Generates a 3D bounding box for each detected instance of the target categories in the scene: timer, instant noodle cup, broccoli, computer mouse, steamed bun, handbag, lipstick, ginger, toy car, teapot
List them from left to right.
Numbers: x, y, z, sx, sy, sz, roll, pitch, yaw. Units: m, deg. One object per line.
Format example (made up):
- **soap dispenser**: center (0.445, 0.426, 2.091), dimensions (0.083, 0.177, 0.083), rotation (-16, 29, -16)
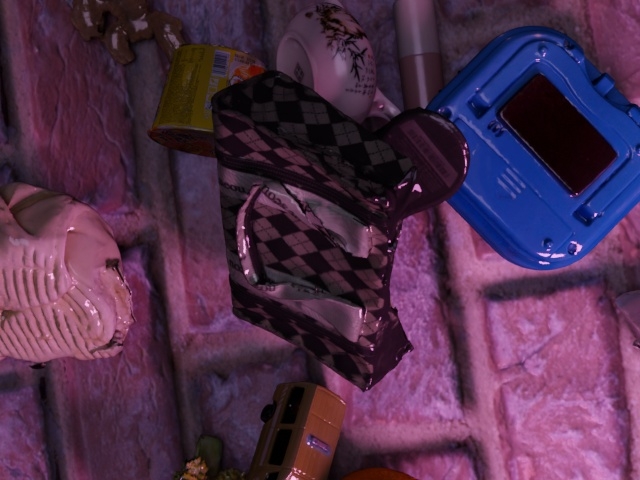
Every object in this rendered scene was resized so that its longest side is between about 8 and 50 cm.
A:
- **steamed bun**: center (-0.489, 0.042, 1.482), dimensions (0.394, 0.237, 0.346), rotation (31, 127, -22)
- **ginger**: center (-0.329, -0.370, 1.542), dimensions (0.258, 0.065, 0.149), rotation (42, 110, 2)
- **broccoli**: center (-0.197, 0.415, 1.472), dimensions (0.194, 0.220, 0.194), rotation (-5, 58, 8)
- **instant noodle cup**: center (-0.175, -0.227, 1.447), dimensions (0.204, 0.205, 0.153), rotation (6, 85, 10)
- **toy car**: center (-0.047, 0.353, 1.400), dimensions (0.124, 0.101, 0.257), rotation (-17, 46, 46)
- **handbag**: center (0.000, 0.000, 1.275), dimensions (0.316, 0.416, 0.180), rotation (31, 51, 32)
- **teapot**: center (0.028, -0.256, 1.411), dimensions (0.300, 0.165, 0.208), rotation (56, 139, 15)
- **computer mouse**: center (0.116, -0.108, 1.304), dimensions (0.264, 0.088, 0.147), rotation (-28, 105, 37)
- **lipstick**: center (0.165, -0.264, 1.441), dimensions (0.070, 0.070, 0.255), rotation (-7, 89, 10)
- **timer**: center (0.334, -0.142, 1.360), dimensions (0.309, 0.115, 0.340), rotation (-45, 91, -3)

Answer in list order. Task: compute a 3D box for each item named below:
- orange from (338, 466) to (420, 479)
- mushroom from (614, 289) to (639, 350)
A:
- **orange**: center (0.092, 0.478, 1.372), dimensions (0.246, 0.246, 0.246), rotation (0, 90, 10)
- **mushroom**: center (0.629, 0.115, 1.331), dimensions (0.328, 0.122, 0.159), rotation (-18, 96, 9)
